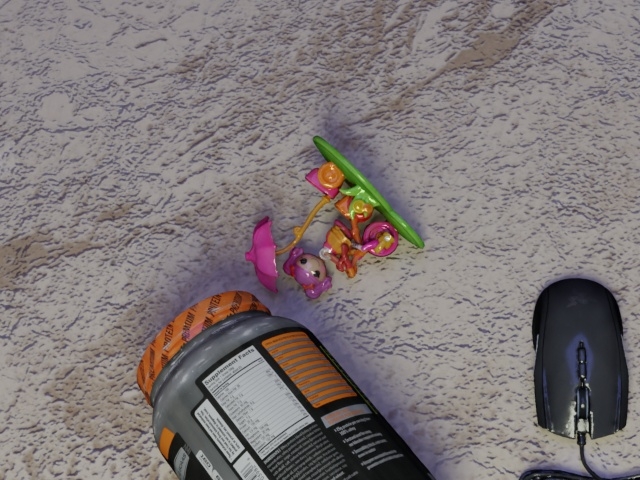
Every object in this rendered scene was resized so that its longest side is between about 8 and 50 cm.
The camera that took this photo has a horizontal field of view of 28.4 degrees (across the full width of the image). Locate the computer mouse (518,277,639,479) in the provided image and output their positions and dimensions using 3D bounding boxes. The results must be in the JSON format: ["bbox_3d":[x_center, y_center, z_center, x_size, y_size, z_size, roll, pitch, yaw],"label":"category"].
[{"bbox_3d":[0.301,0.149,1.283,0.184,0.060,0.262,4,62,11],"label":"computer mouse"}]

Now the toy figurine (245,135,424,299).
[{"bbox_3d":[0.000,0.000,1.400,0.173,0.130,0.159,45,88,1],"label":"toy figurine"}]

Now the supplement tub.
[{"bbox_3d":[-0.031,0.208,1.219,0.193,0.193,0.316,-35,61,-12],"label":"supplement tub"}]
